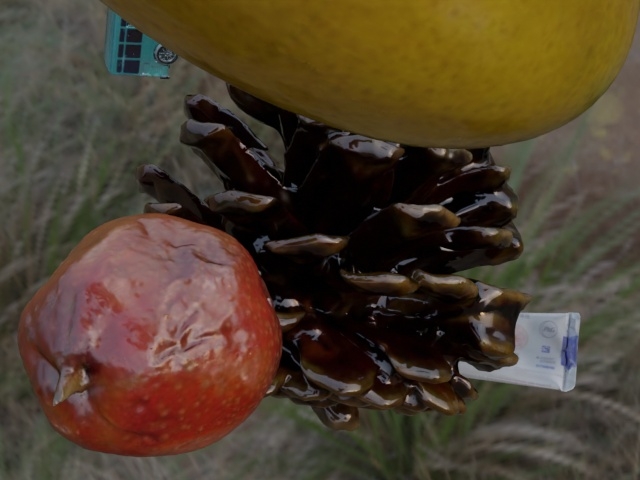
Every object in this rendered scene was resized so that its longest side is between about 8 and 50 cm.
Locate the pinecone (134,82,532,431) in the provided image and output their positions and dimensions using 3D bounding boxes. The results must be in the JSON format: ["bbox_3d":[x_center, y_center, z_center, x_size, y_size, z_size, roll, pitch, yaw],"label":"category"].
[{"bbox_3d":[0.000,0.000,1.509,0.397,0.398,0.398,-9,49,10],"label":"pinecone"}]

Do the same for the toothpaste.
[{"bbox_3d":[0.130,0.116,1.830,0.323,0.066,0.100,3,58,13],"label":"toothpaste"}]

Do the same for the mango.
[{"bbox_3d":[-0.020,-0.185,0.649,0.221,0.378,0.264,-42,9,27],"label":"mango"}]

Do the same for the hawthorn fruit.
[{"bbox_3d":[-0.115,0.060,1.088,0.173,0.179,0.174,-18,63,39],"label":"hawthorn fruit"}]

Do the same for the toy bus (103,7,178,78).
[{"bbox_3d":[-0.211,-0.278,1.898,0.091,0.160,0.079,1,32,-16],"label":"toy bus"}]
